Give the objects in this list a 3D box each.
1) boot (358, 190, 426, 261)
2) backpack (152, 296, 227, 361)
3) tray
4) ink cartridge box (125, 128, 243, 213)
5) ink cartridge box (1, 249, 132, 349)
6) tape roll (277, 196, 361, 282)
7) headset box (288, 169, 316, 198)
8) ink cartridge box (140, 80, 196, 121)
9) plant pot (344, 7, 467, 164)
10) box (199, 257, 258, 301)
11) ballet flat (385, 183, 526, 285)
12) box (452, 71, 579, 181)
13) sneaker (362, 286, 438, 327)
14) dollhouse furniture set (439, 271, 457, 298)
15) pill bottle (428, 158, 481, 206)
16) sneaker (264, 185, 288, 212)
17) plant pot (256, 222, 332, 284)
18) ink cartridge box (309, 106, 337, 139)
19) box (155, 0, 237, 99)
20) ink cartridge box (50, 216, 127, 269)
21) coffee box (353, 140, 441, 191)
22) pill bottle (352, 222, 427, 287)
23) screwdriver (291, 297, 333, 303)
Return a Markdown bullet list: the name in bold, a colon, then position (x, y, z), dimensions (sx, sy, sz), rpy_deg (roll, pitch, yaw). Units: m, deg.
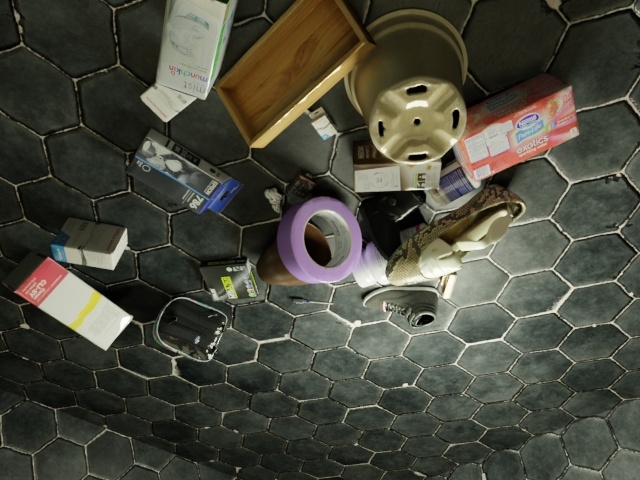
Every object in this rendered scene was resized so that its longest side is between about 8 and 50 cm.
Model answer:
- **boot**: position (0.248, -0.072, 1.526), dimensions (0.207, 0.246, 0.094), rpy_deg (-38, 156, 33)
- **backpack**: position (-0.528, 0.348, 1.921), dimensions (0.254, 0.225, 0.191), rpy_deg (29, 157, -22)
- **tray**: position (-0.076, -0.442, 1.240), dimensions (0.411, 0.076, 0.202), rpy_deg (-34, 81, 27)
- **ink cartridge box**: position (-0.432, -0.199, 1.547), dimensions (0.333, 0.065, 0.165), rpy_deg (30, 126, -23)
- **ink cartridge box**: position (-0.937, 0.223, 1.797), dimensions (0.279, 0.160, 0.384), rpy_deg (4, 144, 49)
- **tape roll**: position (0.000, 0.000, 1.556), dimensions (0.275, 0.274, 0.090), rpy_deg (35, 156, -25)
- **headset box**: position (-0.056, -0.183, 1.561), dimensions (0.062, 0.032, 0.083), rpy_deg (27, 126, -20)
- **ink cartridge box**: position (-0.420, -0.415, 1.359), dimensions (0.135, 0.056, 0.099), rpy_deg (-28, 124, 24)
- **plant pot**: position (0.224, -0.362, 1.210), dimensions (0.334, 0.305, 0.333), rpy_deg (2, 131, 2)
- **box**: position (-0.348, 0.152, 1.861), dimensions (0.184, 0.045, 0.190), rpy_deg (-6, 130, 5)
- **ballet flat**: position (0.421, -0.005, 1.466), dimensions (0.483, 0.182, 0.164), rpy_deg (-34, 119, -8)
- **box**: position (0.512, -0.309, 1.311), dimensions (0.300, 0.142, 0.154), rpy_deg (-26, 124, 8)
- **sneaker**: position (0.310, 0.261, 1.857), dimensions (0.296, 0.146, 0.104), rpy_deg (-5, 133, 8)
- **dollhouse furniture set**: position (0.398, 0.120, 1.726), dimensions (0.123, 0.151, 0.144), rpy_deg (4, 129, 0)
- **pill bottle**: position (0.424, -0.193, 1.475), dimensions (0.187, 0.112, 0.112), rpy_deg (-30, 123, 26)
- **sneaker**: position (-0.134, -0.137, 1.600), dimensions (0.069, 0.038, 0.098), rpy_deg (-19, 128, 19)
- **plant pot**: position (-0.114, 0.073, 1.694), dimensions (0.215, 0.215, 0.231), rpy_deg (39, 137, -27)
- **ink cartridge box**: position (0.007, -0.343, 1.419), dimensions (0.048, 0.028, 0.083), rpy_deg (-27, 124, 23)
- **box**: position (-0.283, -0.504, 1.140), dimensions (0.127, 0.261, 0.231), rpy_deg (16, 129, -11)
- **ink cartridge box**: position (-0.802, 0.011, 1.690), dimensions (0.203, 0.148, 0.085), rpy_deg (11, 132, -6)
- **coffee box**: position (0.221, -0.225, 1.439), dimensions (0.247, 0.141, 0.098), rpy_deg (-2, 130, 4)
- **pill bottle**: position (0.255, 0.058, 1.672), dimensions (0.283, 0.160, 0.160), rpy_deg (-20, 127, 19)
- **screwdriver**: position (-0.032, 0.252, 1.949), dimensions (0.170, 0.024, 0.025), rpy_deg (10, 102, -8)
